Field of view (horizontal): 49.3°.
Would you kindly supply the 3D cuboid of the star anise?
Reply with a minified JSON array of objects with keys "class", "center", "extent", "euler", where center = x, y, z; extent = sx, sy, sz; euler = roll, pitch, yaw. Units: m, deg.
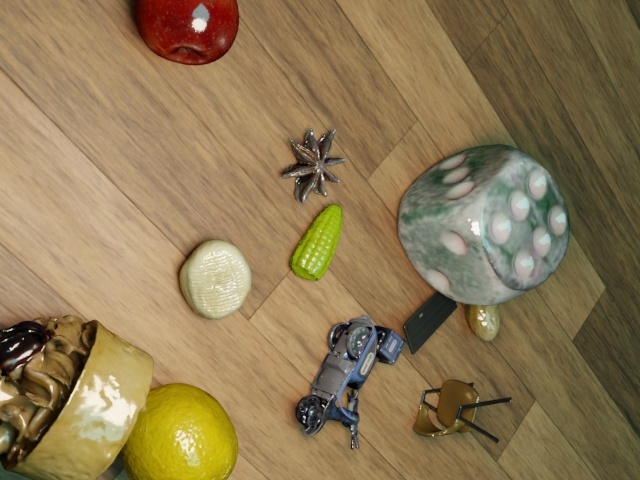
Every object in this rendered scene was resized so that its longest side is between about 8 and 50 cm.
[{"class":"star anise","center":[-0.024,-0.191,1.753],"extent":[0.181,0.061,0.204],"euler":[8,92,-38]}]

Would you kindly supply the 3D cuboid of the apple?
[{"class":"apple","center":[-0.283,-0.483,1.480],"extent":[0.218,0.218,0.201],"euler":[2,91,-33]}]

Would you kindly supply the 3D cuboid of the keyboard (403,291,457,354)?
[{"class":"keyboard","center":[0.287,0.237,1.935],"extent":[0.381,0.041,0.103],"euler":[-38,113,-51]}]

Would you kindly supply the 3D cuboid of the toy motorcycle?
[{"class":"toy motorcycle","center":[0.076,0.366,1.818],"extent":[0.212,0.125,0.358],"euler":[44,68,-31]}]

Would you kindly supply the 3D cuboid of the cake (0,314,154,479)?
[{"class":"cake","center":[-0.529,0.276,1.319],"extent":[0.321,0.332,0.332],"euler":[35,75,-23]}]

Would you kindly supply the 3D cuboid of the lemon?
[{"class":"lemon","center":[-0.304,0.443,1.509],"extent":[0.267,0.267,0.267],"euler":[-2,95,-32]}]

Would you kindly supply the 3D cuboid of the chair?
[{"class":"chair","center":[0.395,0.493,2.010],"extent":[0.247,0.159,0.172],"euler":[20,85,-33]}]

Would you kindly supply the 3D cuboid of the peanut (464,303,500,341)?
[{"class":"peanut","center":[0.488,0.184,2.071],"extent":[0.110,0.120,0.236],"euler":[0,87,-71]}]

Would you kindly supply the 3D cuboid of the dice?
[{"class":"dice","center":[0.438,-0.043,1.892],"extent":[0.328,0.348,0.330],"euler":[-43,115,-25]}]

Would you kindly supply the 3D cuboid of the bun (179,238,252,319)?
[{"class":"bun","center":[-0.243,0.089,1.613],"extent":[0.164,0.111,0.188],"euler":[-18,107,-13]}]

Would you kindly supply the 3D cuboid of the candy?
[{"class":"candy","center":[0.000,0.000,1.766],"extent":[0.097,0.097,0.209],"euler":[35,73,-29]}]
